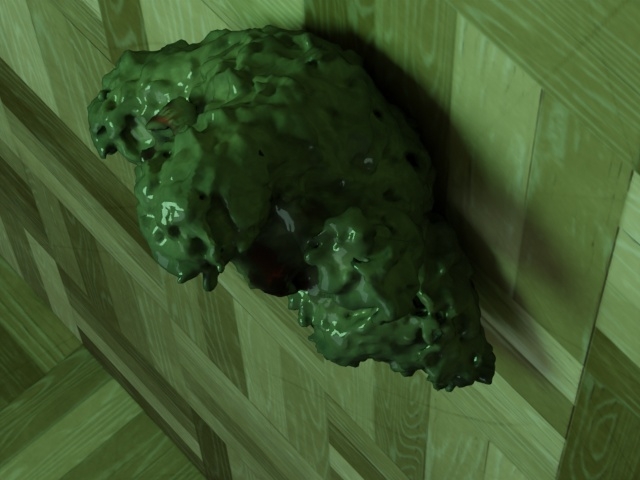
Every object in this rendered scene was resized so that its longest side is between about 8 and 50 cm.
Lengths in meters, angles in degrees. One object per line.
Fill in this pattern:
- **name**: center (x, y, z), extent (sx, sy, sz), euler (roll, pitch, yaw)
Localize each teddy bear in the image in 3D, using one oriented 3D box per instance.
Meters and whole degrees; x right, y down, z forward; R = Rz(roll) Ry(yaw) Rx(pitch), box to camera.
- **teddy bear**: center (0.000, 0.000, 1.565), extent (0.367, 0.224, 0.357), euler (56, 177, -24)
